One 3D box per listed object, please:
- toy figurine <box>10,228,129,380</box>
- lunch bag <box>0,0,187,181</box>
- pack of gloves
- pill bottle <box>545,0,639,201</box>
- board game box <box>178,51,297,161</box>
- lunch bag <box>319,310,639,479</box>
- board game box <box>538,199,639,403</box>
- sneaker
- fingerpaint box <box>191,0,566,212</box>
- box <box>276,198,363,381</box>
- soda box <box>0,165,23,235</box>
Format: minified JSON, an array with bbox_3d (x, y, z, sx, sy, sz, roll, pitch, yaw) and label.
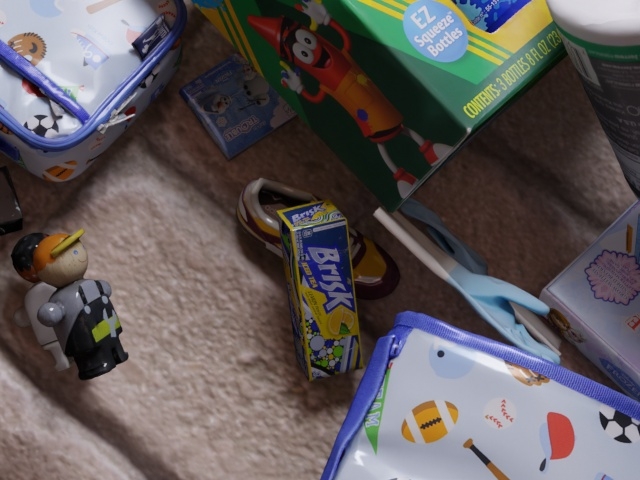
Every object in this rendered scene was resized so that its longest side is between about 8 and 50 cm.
[{"bbox_3d":[-0.295,0.074,1.389,0.209,0.213,0.148,-24,96,-15],"label":"toy figurine"},{"bbox_3d":[-0.292,-0.210,1.498,0.303,0.115,0.243,38,66,7],"label":"lunch bag"},{"bbox_3d":[0.163,0.027,1.502,0.232,0.195,0.046,43,104,2],"label":"pack of gloves"},{"bbox_3d":[0.358,-0.141,1.414,0.204,0.204,0.361,-51,134,-17],"label":"pill bottle"},{"bbox_3d":[-0.085,-0.143,1.582,0.090,0.020,0.090,-35,87,-17],"label":"board game box"},{"bbox_3d":[0.178,0.283,1.419,0.385,0.239,0.328,25,76,-7],"label":"lunch bag"},{"bbox_3d":[0.445,0.065,1.574,0.318,0.066,0.318,-41,72,-17],"label":"board game box"},{"bbox_3d":[0.000,0.000,1.531,0.185,0.084,0.069,27,73,-3],"label":"sneaker"},{"bbox_3d":[0.103,-0.304,1.506,0.371,0.163,0.445,47,51,3],"label":"fingerpaint box"},{"bbox_3d":[0.000,0.049,1.490,0.059,0.054,0.169,-13,117,-13],"label":"box"},{"bbox_3d":[-0.377,-0.018,1.478,0.169,0.053,0.060,-17,81,-14],"label":"soda box"}]
